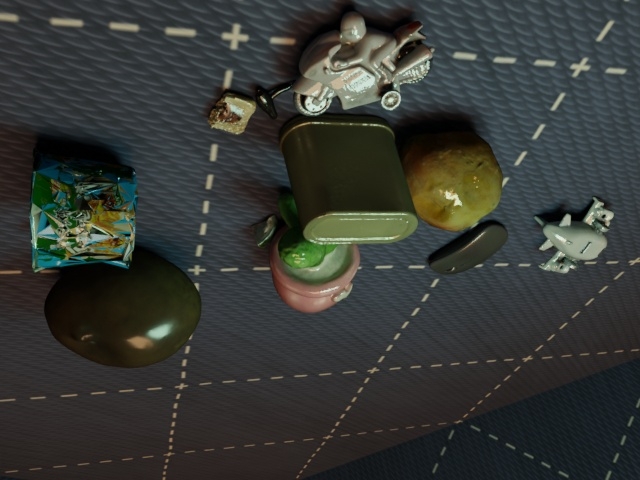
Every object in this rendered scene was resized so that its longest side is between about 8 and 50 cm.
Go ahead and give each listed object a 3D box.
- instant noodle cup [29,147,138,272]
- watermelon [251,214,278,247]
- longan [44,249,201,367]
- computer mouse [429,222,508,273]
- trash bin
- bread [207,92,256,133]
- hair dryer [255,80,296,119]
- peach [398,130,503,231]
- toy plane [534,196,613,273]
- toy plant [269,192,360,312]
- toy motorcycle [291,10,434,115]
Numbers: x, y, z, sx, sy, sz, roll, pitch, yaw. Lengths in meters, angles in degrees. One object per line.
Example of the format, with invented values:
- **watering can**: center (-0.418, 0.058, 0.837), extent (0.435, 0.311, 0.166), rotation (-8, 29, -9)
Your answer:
- **instant noodle cup**: center (-0.442, -0.054, 1.155), extent (0.178, 0.240, 0.240), rotation (1, 143, -22)
- **watermelon**: center (-0.134, -0.028, 1.459), extent (0.061, 0.085, 0.085), rotation (21, 141, 3)
- **longan**: center (-0.452, 0.163, 1.428), extent (0.350, 0.288, 0.288), rotation (2, 144, -2)
- **computer mouse**: center (0.409, 0.032, 1.698), extent (0.232, 0.057, 0.120), rotation (-35, 139, 28)
- **trash bin**: center (0.055, -0.119, 1.205), extent (0.243, 0.247, 0.121), rotation (-2, 146, -18)
- **bread**: center (-0.163, -0.237, 1.150), extent (0.070, 0.035, 0.083), rotation (12, 135, -34)
- **hair dryer**: center (-0.076, -0.266, 1.149), extent (0.083, 0.031, 0.079), rotation (-28, 154, 7)
- **peach**: center (0.264, -0.138, 1.298), extent (0.235, 0.214, 0.214), rotation (31, 127, -31)
- **toy plane**: center (0.689, -0.011, 1.687), extent (0.245, 0.117, 0.244), rotation (-15, 132, -18)
- **toy plant**: center (0.003, 0.005, 1.422), extent (0.317, 0.211, 0.356), rotation (-43, 156, -27)
- **toy motorcycle**: center (0.068, -0.312, 1.066), extent (0.260, 0.110, 0.171), rotation (-18, 134, -1)
